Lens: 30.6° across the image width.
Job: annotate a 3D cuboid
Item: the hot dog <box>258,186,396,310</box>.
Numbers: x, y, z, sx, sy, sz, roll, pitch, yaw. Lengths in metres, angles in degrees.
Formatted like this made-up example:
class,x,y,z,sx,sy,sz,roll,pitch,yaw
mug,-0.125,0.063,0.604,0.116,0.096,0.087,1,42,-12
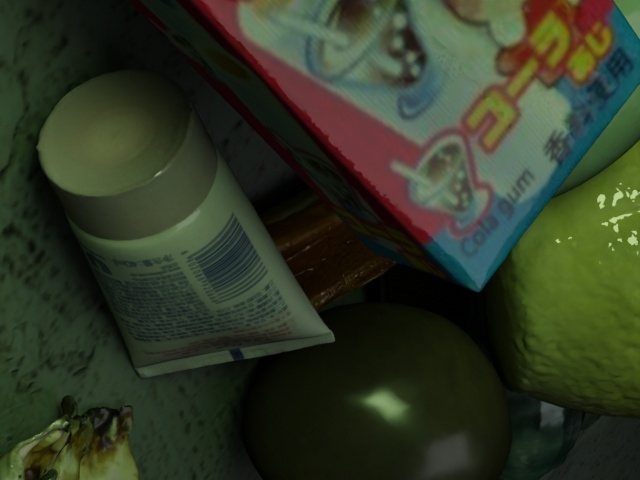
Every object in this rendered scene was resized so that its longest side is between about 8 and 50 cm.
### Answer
class,x,y,z,sx,sy,sz,roll,pitch,yaw
hot dog,0.000,0.000,0.820,0.236,0.062,0.092,-26,123,-37

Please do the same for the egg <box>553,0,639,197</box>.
class,x,y,z,sx,sy,sz,roll,pitch,yaw
egg,0.143,-0.152,0.746,0.282,0.203,0.203,-62,152,6

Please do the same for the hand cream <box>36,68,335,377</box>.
class,x,y,z,sx,sy,sz,roll,pitch,yaw
hand cream,-0.075,0.011,0.673,0.248,0.133,0.083,74,10,-55

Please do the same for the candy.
class,x,y,z,sx,sy,sz,roll,pitch,yaw
candy,0.008,-0.130,0.523,0.157,0.100,0.306,-51,121,-10

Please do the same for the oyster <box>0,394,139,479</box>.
class,x,y,z,sx,sy,sz,roll,pitch,yaw
oyster,-0.197,0.249,0.730,0.201,0.107,0.354,-40,140,-70

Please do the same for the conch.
class,x,y,z,sx,sy,sz,roll,pitch,yaw
conch,0.206,0.137,1.194,0.277,0.195,0.220,10,80,-35

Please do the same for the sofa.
class,x,y,z,sx,sy,sz,roll,pitch,yaw
sofa,0.077,0.033,0.995,0.085,0.060,0.147,-28,143,-17

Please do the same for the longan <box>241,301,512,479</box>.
class,x,y,z,sx,sy,sz,roll,pitch,yaw
longan,0.047,0.142,0.903,0.196,0.197,0.220,-57,140,-2

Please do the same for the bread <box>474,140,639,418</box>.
class,x,y,z,sx,sy,sz,roll,pitch,yaw
bread,0.242,-0.010,0.943,0.320,0.237,0.320,-8,90,-87
